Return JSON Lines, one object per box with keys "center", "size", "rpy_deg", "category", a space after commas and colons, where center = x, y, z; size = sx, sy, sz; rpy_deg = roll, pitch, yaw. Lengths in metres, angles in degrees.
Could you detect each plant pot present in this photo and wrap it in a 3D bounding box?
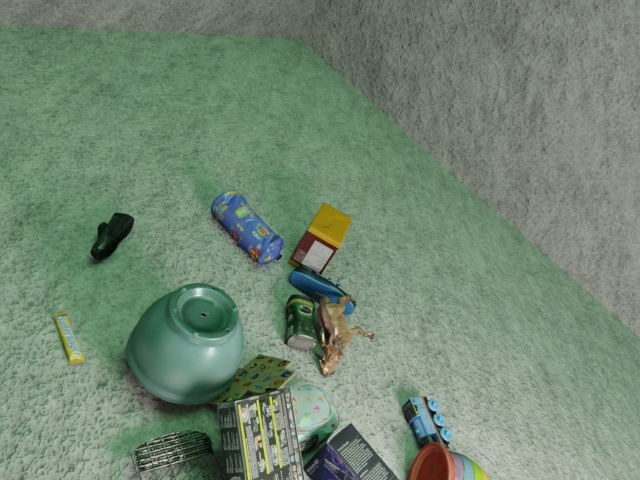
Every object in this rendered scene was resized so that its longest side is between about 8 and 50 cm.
{"center": [-0.317, 0.231, 1.392], "size": [0.293, 0.196, 0.293], "rpy_deg": [19, 38, -15], "category": "plant pot"}

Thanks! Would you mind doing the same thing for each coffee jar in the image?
{"center": [-0.063, 0.261, 1.788], "size": [0.096, 0.079, 0.184], "rpy_deg": [18, 38, -18], "category": "coffee jar"}

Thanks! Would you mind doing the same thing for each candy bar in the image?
{"center": [-0.645, 0.249, 1.415], "size": [0.040, 0.018, 0.161], "rpy_deg": [-6, 51, -42], "category": "candy bar"}

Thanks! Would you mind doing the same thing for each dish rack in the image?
{"center": [-0.309, 0.567, 1.247], "size": [0.208, 0.074, 0.271], "rpy_deg": [0, 45, -39], "category": "dish rack"}

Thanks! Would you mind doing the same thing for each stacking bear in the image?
{"center": [0.411, 0.704, 1.564], "size": [0.289, 0.175, 0.164], "rpy_deg": [33, 41, -16], "category": "stacking bear"}

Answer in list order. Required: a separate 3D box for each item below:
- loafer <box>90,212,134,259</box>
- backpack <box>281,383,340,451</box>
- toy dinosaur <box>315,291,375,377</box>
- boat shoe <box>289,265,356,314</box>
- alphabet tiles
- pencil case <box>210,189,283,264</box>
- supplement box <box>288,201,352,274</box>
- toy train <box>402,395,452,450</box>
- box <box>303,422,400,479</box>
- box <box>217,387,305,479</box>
{"center": [-0.647, -0.017, 1.688], "size": [0.078, 0.076, 0.223], "rpy_deg": [23, 31, -5], "category": "loafer"}
{"center": [-0.043, 0.474, 1.498], "size": [0.188, 0.144, 0.166], "rpy_deg": [4, 39, -38], "category": "backpack"}
{"center": [0.038, 0.272, 1.785], "size": [0.200, 0.127, 0.295], "rpy_deg": [2, 54, -47], "category": "toy dinosaur"}
{"center": [0.020, 0.161, 1.950], "size": [0.258, 0.109, 0.089], "rpy_deg": [37, 32, 2], "category": "boat shoe"}
{"center": [-0.190, 0.382, 1.505], "size": [0.198, 0.009, 0.237], "rpy_deg": [5, 23, 31], "category": "alphabet tiles"}
{"center": [-0.255, -0.048, 1.973], "size": [0.133, 0.119, 0.306], "rpy_deg": [-37, 72, -24], "category": "pencil case"}
{"center": [0.000, 0.000, 2.047], "size": [0.129, 0.194, 0.191], "rpy_deg": [31, 35, -2], "category": "supplement box"}
{"center": [0.333, 0.573, 1.722], "size": [0.105, 0.080, 0.184], "rpy_deg": [0, 48, -24], "category": "toy train"}
{"center": [0.080, 0.606, 1.422], "size": [0.207, 0.153, 0.108], "rpy_deg": [45, 38, 19], "category": "box"}
{"center": [-0.133, 0.499, 1.300], "size": [0.216, 0.060, 0.270], "rpy_deg": [7, 70, -57], "category": "box"}
